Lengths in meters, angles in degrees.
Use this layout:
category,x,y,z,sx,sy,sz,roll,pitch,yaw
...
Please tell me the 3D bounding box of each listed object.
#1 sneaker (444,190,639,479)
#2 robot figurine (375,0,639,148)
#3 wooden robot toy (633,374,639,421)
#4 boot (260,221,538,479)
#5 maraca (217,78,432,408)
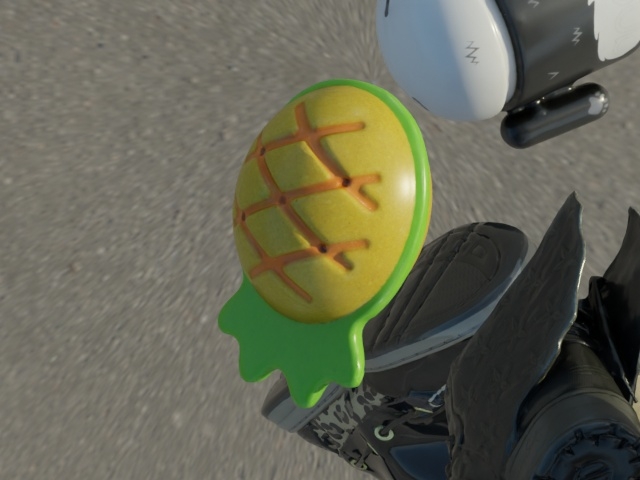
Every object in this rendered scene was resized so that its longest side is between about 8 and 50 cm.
category,x,y,z,sx,sy,sz,roll,pitch,yaw
sneaker,0.065,0.075,0.601,0.051,0.089,0.170,14,123,-18
robot figurine,0.184,-0.216,1.665,0.278,0.173,0.209,-26,65,-16
wooden robot toy,0.204,0.103,1.008,0.173,0.079,0.076,36,109,-23
boot,0.141,0.150,1.492,0.284,0.377,0.138,41,54,-9
maraca,0.000,0.000,1.037,0.127,0.099,0.185,22,99,38
